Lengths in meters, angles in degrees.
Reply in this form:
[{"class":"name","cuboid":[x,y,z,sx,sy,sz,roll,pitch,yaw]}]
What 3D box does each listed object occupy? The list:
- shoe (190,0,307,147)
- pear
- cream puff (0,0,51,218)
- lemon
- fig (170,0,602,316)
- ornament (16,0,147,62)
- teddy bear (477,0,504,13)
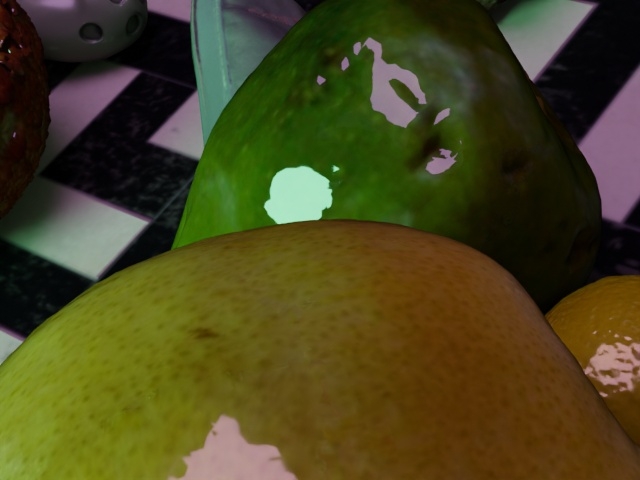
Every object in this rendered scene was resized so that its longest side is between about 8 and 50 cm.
[{"class":"shoe","cuboid":[-0.021,-0.092,0.933,0.100,0.103,0.251,-14,50,10]},{"class":"pear","cuboid":[-0.013,0.143,0.572,0.314,0.314,0.314,-11,45,11]},{"class":"cream puff","cuboid":[-0.288,-0.072,0.975,0.240,0.164,0.240,-4,59,7]},{"class":"lemon","cuboid":[0.143,0.075,0.701,0.109,0.109,0.133,4,35,24]},{"class":"fig","cuboid":[0.000,0.000,0.779,0.275,0.206,0.206,-32,43,10]},{"class":"ornament","cuboid":[-0.202,-0.157,1.081,0.156,0.081,0.074,-15,49,14]},{"class":"teddy bear","cuboid":[0.104,-0.180,0.989,0.160,0.078,0.119,-19,9,13]}]
